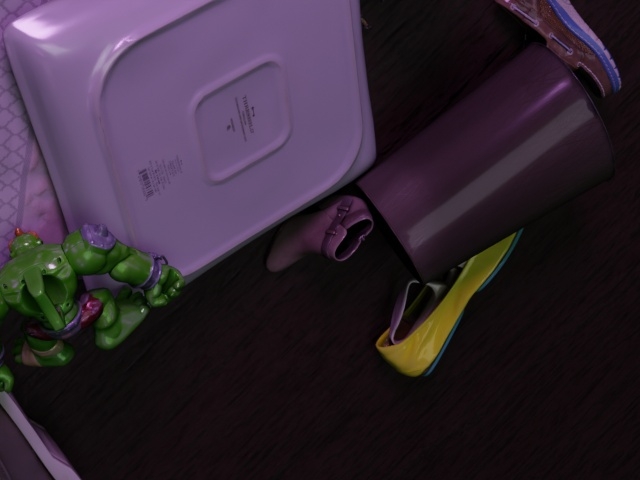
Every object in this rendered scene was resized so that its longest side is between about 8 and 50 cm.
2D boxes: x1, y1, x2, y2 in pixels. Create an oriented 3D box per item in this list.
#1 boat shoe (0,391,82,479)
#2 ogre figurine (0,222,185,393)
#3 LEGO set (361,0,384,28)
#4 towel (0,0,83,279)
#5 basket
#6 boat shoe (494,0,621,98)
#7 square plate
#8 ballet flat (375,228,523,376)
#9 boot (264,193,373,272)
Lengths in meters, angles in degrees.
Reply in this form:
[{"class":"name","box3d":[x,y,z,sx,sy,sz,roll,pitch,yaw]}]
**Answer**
[{"class":"boat shoe","box3d":[-0.320,0.178,1.183,0.091,0.109,0.305,-37,126,-13]},{"class":"ogre figurine","box3d":[-0.222,0.051,1.062,0.197,0.097,0.118,-12,138,8]},{"class":"LEGO set","box3d":[0.051,-0.250,1.233,0.083,0.023,0.054,-45,122,14]},{"class":"towel","box3d":[-0.206,-0.107,1.080,0.317,0.053,0.332,-12,127,-41]},{"class":"basket","box3d":[0.163,-0.068,1.287,0.227,0.154,0.204,-34,157,-1]},{"class":"boat shoe","box3d":[0.246,-0.210,1.321,0.066,0.066,0.183,-43,113,2]},{"class":"square plate","box3d":[-0.082,-0.113,1.121,0.344,0.049,0.347,-33,138,-24]},{"class":"ballet flat","box3d":[0.137,0.044,1.371,0.077,0.077,0.231,29,99,-18]},{"class":"boot","box3d":[0.000,0.000,1.273,0.042,0.087,0.118,39,92,-35]}]
